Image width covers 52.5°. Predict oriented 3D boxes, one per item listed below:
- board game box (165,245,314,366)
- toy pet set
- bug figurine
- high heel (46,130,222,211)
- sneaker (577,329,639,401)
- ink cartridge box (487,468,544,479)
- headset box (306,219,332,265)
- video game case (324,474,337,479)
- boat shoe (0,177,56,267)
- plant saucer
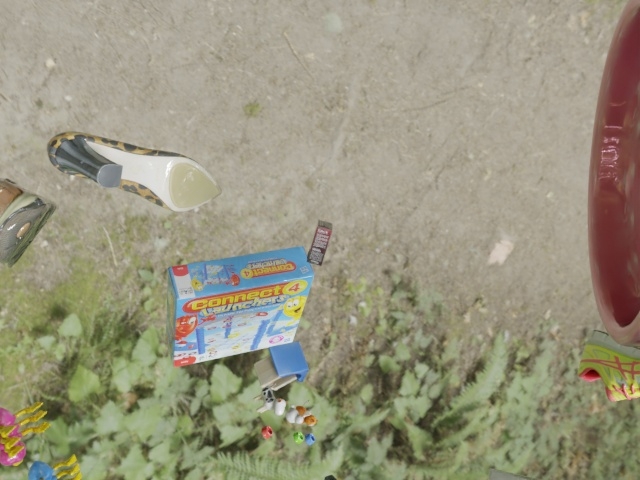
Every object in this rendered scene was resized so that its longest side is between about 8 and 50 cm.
[{"bbox_3d":[-0.194,0.156,1.496,0.309,0.086,0.301,-9,145,-20],"label":"board game box"},{"bbox_3d":[-0.032,0.198,0.851,0.065,0.114,0.122,-31,149,16],"label":"toy pet set"},{"bbox_3d":[-0.440,0.346,0.878,0.072,0.279,0.216,-8,100,13],"label":"bug figurine"},{"bbox_3d":[-0.299,-0.121,1.057,0.261,0.186,0.093,7,105,-53],"label":"high heel"},{"bbox_3d":[0.488,0.215,1.001,0.081,0.208,0.094,36,84,-26],"label":"sneaker"},{"bbox_3d":[0.321,0.477,0.873,0.197,0.198,0.269,43,57,-50],"label":"ink cartridge box"},{"bbox_3d":[0.000,0.000,1.257,0.032,0.062,0.083,15,104,-3],"label":"headset box"},{"bbox_3d":[0.044,0.665,1.358,0.026,0.196,0.274,1,110,-36],"label":"video game case"},{"bbox_3d":[-0.463,-0.041,0.930,0.120,0.324,0.122,36,73,-17],"label":"boat shoe"},{"bbox_3d":[0.322,-0.065,0.603,0.084,0.332,0.332,3,129,13],"label":"plant saucer"}]
